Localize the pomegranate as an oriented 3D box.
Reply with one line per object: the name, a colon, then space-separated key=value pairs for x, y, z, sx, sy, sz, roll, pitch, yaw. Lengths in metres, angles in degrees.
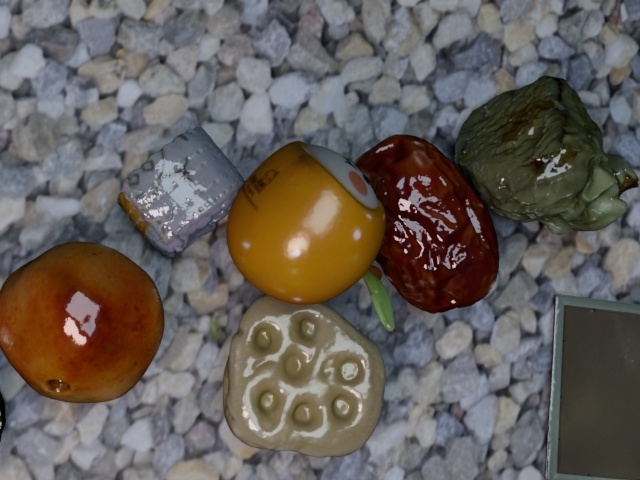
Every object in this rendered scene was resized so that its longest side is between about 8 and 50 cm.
pomegranate: x=-0.295 y=0.098 z=1.489 sx=0.209 sy=0.209 sz=0.209 roll=2 pitch=80 yaw=-13

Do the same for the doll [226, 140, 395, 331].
doll: x=0.000 y=0.000 z=1.531 sx=0.236 sy=0.213 sz=0.213 roll=42 pitch=72 yaw=-25

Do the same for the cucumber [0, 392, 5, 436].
cucumber: x=-0.487 y=0.202 z=1.469 sx=0.191 sy=0.130 sz=0.191 roll=1 pitch=82 yaw=-10

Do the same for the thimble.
thimble: x=-0.179 y=-0.061 z=1.588 sx=0.151 sy=0.127 sz=0.118 roll=-40 pitch=90 yaw=-12

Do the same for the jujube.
jujube: x=0.140 y=-0.021 z=1.636 sx=0.174 sy=0.174 sz=0.250 roll=-30 pitch=89 yaw=-17

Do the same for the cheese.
cheese: x=-0.030 y=0.182 z=1.587 sx=0.218 sy=0.117 sz=0.235 roll=-28 pitch=85 yaw=-14

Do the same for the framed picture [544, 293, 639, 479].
framed picture: x=0.425 y=0.222 z=1.743 sx=0.217 sy=0.017 sz=0.274 roll=9 pitch=78 yaw=-12

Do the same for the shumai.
shumai: x=0.321 y=-0.097 z=1.704 sx=0.218 sy=0.189 sz=0.256 roll=43 pitch=33 yaw=-25
